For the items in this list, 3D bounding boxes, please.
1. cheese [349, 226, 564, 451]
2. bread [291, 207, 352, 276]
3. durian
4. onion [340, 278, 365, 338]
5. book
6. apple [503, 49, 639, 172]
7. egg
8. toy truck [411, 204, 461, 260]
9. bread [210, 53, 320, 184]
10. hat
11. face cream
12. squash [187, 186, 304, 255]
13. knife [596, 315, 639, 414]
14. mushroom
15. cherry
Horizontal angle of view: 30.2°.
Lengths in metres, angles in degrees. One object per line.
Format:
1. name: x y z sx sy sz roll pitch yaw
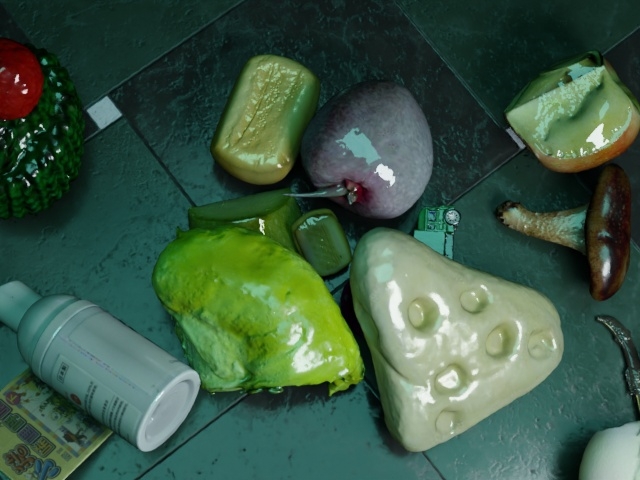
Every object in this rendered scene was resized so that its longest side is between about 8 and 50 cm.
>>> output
1. cheese: 0.217 0.111 1.822 0.328 0.129 0.351 -21 105 -20
2. bread: 0.000 0.000 1.910 0.082 0.056 0.115 -28 118 2
3. durian: -0.101 0.116 1.801 0.256 0.204 0.339 -24 99 4
4. onion: 0.085 0.099 1.881 0.115 0.104 0.115 -3 77 14
5. book: -0.425 0.284 1.801 0.168 0.013 0.192 39 46 6
6. apple: 0.412 -0.205 1.935 0.188 0.174 0.207 -37 52 17
7. egg: 0.482 0.390 1.788 0.183 0.183 0.217 -2 66 -4
8. toy truck: 0.186 0.016 1.926 0.079 0.065 0.147 5 77 2
9. bread: -0.088 -0.194 1.944 0.147 0.098 0.217 23 73 6
10. hat: -0.489 -0.194 1.803 0.242 0.332 0.274 -4 74 -6
11. face cream: -0.370 0.163 1.812 0.370 0.145 0.145 32 76 18
12. squash: -0.110 0.004 1.902 0.192 0.085 0.184 -13 77 -5
13. knife: 0.507 0.219 1.916 0.045 0.021 0.222 -18 74 -9
14. mushroom: 0.392 -0.013 1.929 0.217 0.148 0.227 2 66 16
15. cherry: 0.075 -0.139 1.895 0.213 0.183 0.266 36 73 -17
